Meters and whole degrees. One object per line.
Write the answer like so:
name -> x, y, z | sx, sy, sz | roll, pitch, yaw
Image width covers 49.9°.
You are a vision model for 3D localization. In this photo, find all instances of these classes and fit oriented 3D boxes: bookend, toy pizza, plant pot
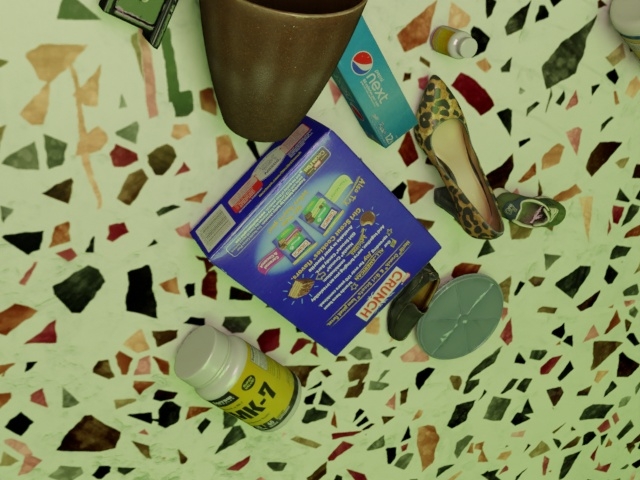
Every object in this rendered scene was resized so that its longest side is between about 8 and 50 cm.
bookend -> -0.250, -0.349, 0.854 | 0.157, 0.072, 0.156 | 20, 106, -31
toy pizza -> 0.278, 0.151, 1.380 | 0.201, 0.032, 0.201 | -11, 120, -20
plant pot -> -0.067, -0.253, 0.919 | 0.215, 0.215, 0.230 | -6, 139, -22

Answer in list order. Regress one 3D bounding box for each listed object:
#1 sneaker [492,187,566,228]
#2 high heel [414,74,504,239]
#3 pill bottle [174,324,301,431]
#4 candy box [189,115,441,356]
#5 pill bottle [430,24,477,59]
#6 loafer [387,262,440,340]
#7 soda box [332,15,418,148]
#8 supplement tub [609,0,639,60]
sneaker -> 0.410, -0.048, 1.305 | 0.192, 0.086, 0.064 | 10, 110, -29
high heel -> 0.239, -0.132, 1.122 | 0.093, 0.186, 0.261 | -22, 122, -13
pill bottle -> -0.140, 0.236, 1.178 | 0.119, 0.119, 0.208 | -48, 124, 4
candy box -> 0.000, 0.000, 1.120 | 0.268, 0.122, 0.317 | -46, 124, 2
pill bottle -> 0.210, -0.310, 1.080 | 0.043, 0.083, 0.043 | -10, 119, -19
loafer -> 0.175, 0.122, 1.299 | 0.062, 0.061, 0.170 | 5, 114, -28
soda box -> 0.067, -0.248, 1.056 | 0.071, 0.067, 0.210 | -38, 125, -3
supplement tub -> 0.614, -0.371, 1.199 | 0.200, 0.144, 0.144 | 32, 99, -34
